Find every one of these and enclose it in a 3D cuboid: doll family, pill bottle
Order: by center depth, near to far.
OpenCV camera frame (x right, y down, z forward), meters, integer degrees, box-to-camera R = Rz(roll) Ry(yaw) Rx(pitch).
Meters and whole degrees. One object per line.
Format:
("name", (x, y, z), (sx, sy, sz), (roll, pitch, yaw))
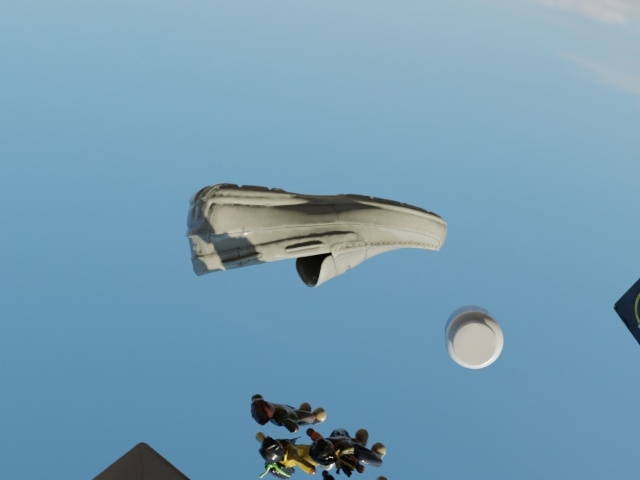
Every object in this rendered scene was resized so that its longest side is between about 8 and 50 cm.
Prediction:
("doll family", (-0.002, 0.212, 0.817), (0.193, 0.076, 0.111), (16, 177, 36))
("pill bottle", (0.252, 0.160, 1.385), (0.094, 0.094, 0.169), (17, -177, 8))

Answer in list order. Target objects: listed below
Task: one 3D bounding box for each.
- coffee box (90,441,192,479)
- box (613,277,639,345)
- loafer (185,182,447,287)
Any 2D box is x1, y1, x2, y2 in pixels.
("coffee box", (-0.163, 0.336, 0.824), (0.141, 0.246, 0.098), (33, -136, 23))
("box", (0.683, 0.102, 1.307), (0.097, 0.395, 0.318), (-4, -129, -33))
("loafer", (0.000, 0.000, 0.985), (0.319, 0.111, 0.112), (3, 178, -19))
